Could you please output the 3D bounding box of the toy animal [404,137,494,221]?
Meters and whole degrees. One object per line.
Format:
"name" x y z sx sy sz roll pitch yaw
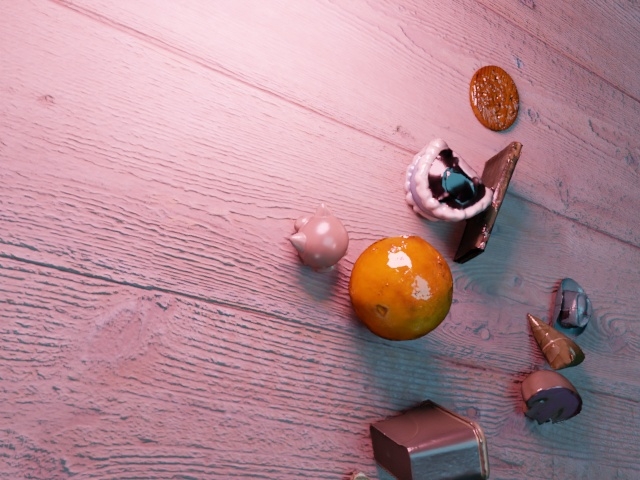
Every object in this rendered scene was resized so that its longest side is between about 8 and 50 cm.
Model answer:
"toy animal" 0.294 -0.126 1.482 0.156 0.204 0.208 -43 94 -5

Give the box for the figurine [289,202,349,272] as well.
"figurine" 0.000 0.000 1.345 0.125 0.125 0.138 -54 127 -22

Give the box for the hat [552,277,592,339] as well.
"hat" 0.746 0.202 1.784 0.138 0.078 0.191 25 74 -27

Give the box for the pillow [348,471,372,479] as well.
"pillow" 0.107 0.706 1.369 0.274 0.076 0.280 44 67 -23

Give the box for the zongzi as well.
"zongzi" 0.680 0.282 1.759 0.189 0.081 0.178 7 47 -50

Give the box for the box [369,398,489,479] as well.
"box" 0.231 0.457 1.367 0.178 0.274 0.138 -7 89 -17

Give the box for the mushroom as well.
"mushroom" 0.629 0.420 1.680 0.188 0.141 0.117 36 35 -25

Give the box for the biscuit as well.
"biscuit" 0.492 -0.401 1.712 0.188 0.027 0.187 3 85 -29

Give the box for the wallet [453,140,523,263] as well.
"wallet" 0.432 -0.095 1.574 0.044 0.169 0.317 24 73 -3

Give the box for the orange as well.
"orange" 0.182 0.107 1.371 0.240 0.240 0.240 3 85 -30
